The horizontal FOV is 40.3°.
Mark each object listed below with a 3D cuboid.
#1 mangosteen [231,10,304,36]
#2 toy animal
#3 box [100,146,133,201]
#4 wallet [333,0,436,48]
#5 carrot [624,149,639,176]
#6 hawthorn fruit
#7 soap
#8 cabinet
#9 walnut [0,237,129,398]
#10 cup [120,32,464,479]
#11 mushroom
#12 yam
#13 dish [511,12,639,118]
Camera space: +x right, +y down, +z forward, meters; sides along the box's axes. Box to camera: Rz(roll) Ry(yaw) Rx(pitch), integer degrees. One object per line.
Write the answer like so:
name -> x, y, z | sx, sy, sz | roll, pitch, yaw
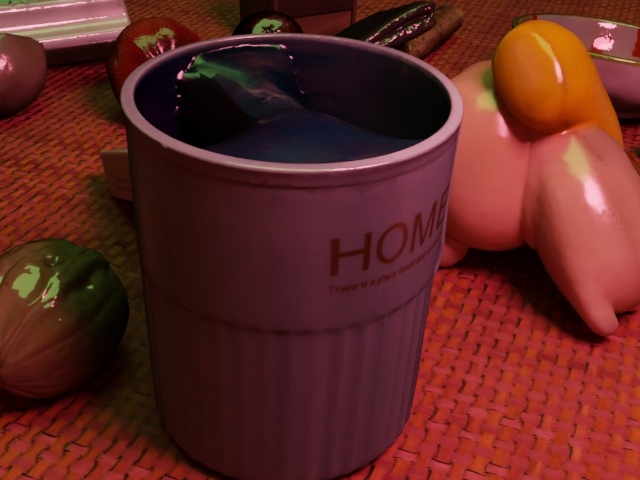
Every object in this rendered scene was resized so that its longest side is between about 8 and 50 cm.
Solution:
mangosteen -> -0.090, -0.318, 1.457 | 0.140, 0.140, 0.140 | 2, 32, -1
toy animal -> 0.232, -0.064, 1.006 | 0.246, 0.345, 0.277 | -22, 2, 23
box -> -0.121, -0.089, 1.005 | 0.200, 0.065, 0.343 | -12, 10, -23
wallet -> 0.082, -0.344, 1.464 | 0.168, 0.052, 0.245 | -30, 19, -11
carrot -> 0.359, -0.103, 1.172 | 0.087, 0.087, 0.193 | -8, 32, -16
hawthorn fruit -> -0.244, -0.258, 1.312 | 0.156, 0.157, 0.194 | -7, 24, -15
soap -> -0.445, -0.335, 1.423 | 0.261, 0.094, 0.150 | -15, -1, -26
cabinet -> -0.044, -0.453, 1.571 | 0.174, 0.215, 0.148 | -16, 36, -26
walnut -> -0.253, 0.070, 0.806 | 0.140, 0.140, 0.162 | 10, 18, 11
cup -> -0.021, -0.002, 0.768 | 0.256, 0.311, 0.331 | 9, 32, 8
mushroom -> -0.497, -0.234, 1.286 | 0.188, 0.141, 0.117 | -10, 68, -13
yam -> 0.176, -0.363, 1.582 | 0.071, 0.067, 0.317 | 21, 38, 23
dish -> 0.459, -0.268, 1.409 | 0.324, 0.124, 0.324 | 7, 26, -3
